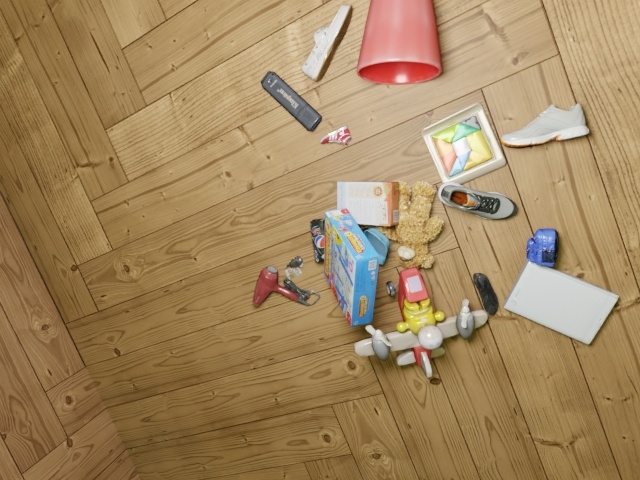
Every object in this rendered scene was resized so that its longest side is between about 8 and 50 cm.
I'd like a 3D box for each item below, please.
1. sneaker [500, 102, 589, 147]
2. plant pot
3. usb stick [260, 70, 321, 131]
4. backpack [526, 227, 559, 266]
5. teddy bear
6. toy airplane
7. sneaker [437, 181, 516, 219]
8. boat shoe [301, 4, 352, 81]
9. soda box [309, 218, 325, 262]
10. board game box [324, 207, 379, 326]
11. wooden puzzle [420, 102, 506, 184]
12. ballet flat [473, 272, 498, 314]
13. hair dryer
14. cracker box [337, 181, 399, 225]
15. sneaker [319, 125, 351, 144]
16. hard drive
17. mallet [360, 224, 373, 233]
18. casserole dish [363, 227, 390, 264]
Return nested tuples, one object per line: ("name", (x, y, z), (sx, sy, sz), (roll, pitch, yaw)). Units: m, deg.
("sneaker", (0.720, -0.373, 1.486), (0.262, 0.099, 0.121), (-8, 93, 12))
("plant pot", (0.257, -0.662, 1.477), (0.275, 0.275, 0.243), (3, 95, 17))
("usb stick", (-0.110, -0.527, 1.729), (0.278, 0.045, 0.077), (44, 112, 4))
("backpack", (0.760, 0.018, 1.559), (0.101, 0.098, 0.120), (5, 106, 20))
("teddy bear", (0.328, -0.054, 1.672), (0.245, 0.113, 0.338), (19, 108, 15))
("toy airplane", (0.368, 0.337, 1.666), (0.384, 0.272, 0.386), (31, 97, -12))
("sneaker", (0.544, -0.127, 1.578), (0.271, 0.108, 0.100), (14, 107, 0))
("boat shoe", (0.015, -0.710, 1.616), (0.096, 0.098, 0.277), (34, 112, 6))
("soda box", (0.000, 0.000, 1.816), (0.053, 0.060, 0.169), (-4, 102, 18))
("board game box", (0.101, 0.093, 1.636), (0.086, 0.302, 0.308), (-11, 128, -15))
("wooden puzzle", (0.494, -0.324, 1.588), (0.221, 0.044, 0.238), (-24, 95, 21))
("ballet flat", (0.612, 0.195, 1.687), (0.057, 0.049, 0.173), (-23, 102, -6))
("hair dryer", (-0.170, 0.207, 1.911), (0.293, 0.080, 0.223), (-20, 97, 21))
("cracker box", (0.171, -0.139, 1.681), (0.232, 0.067, 0.155), (7, 102, 36))
("sneaker", (0.059, -0.375, 1.714), (0.118, 0.042, 0.067), (-25, 92, 19))
("hard drive", (0.840, 0.214, 1.613), (0.307, 0.040, 0.203), (24, 109, 10))
("mallet", (0.177, -0.099, 1.751), (0.062, 0.039, 0.189), (3, 100, 18))
("casserole dish", (0.212, 0.019, 1.714), (0.037, 0.188, 0.114), (-41, 67, -21))
